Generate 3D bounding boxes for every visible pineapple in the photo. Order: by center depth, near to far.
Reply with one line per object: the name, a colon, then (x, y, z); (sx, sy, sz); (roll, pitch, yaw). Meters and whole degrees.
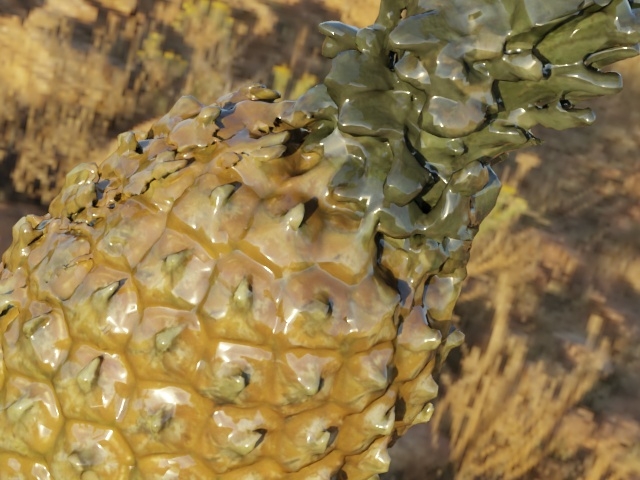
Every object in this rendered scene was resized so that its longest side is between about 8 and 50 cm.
pineapple: (0.000, 0.000, 0.549); (0.202, 0.362, 0.202); (39, 23, -20)
